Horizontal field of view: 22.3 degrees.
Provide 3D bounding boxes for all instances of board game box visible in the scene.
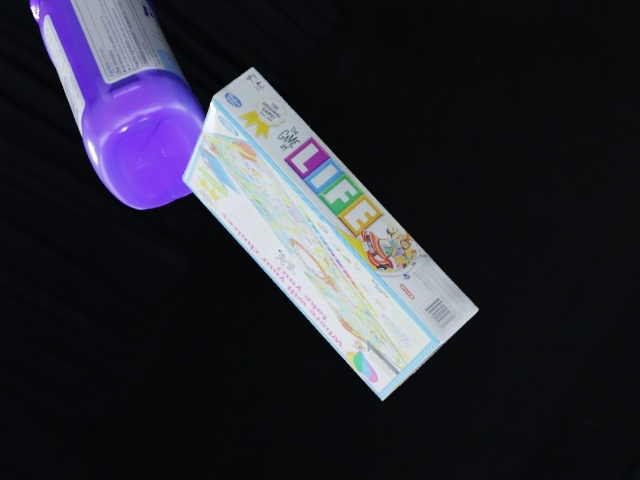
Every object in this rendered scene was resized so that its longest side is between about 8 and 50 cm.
[{"bbox_3d":[0.000,0.000,0.781,0.026,0.154,0.103,-40,174,-23],"label":"board game box"}]

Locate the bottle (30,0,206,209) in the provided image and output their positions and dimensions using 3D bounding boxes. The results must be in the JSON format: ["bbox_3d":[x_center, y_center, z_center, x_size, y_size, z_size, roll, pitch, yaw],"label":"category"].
[{"bbox_3d":[-0.167,-0.154,1.281,0.092,0.118,0.283,-24,-131,-4],"label":"bottle"}]
